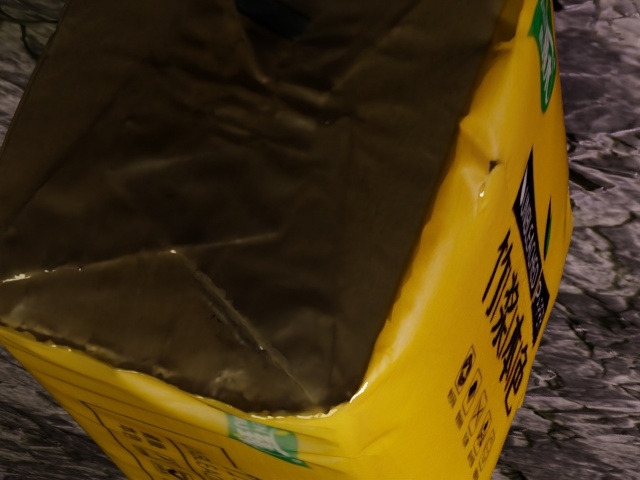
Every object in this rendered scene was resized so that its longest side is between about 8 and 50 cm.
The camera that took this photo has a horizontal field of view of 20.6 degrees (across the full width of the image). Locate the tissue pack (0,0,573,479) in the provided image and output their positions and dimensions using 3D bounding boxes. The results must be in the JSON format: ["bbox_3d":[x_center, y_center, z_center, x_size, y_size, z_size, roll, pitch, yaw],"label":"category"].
[{"bbox_3d":[0.000,0.000,0.944,0.228,0.293,0.382,16,160,17],"label":"tissue pack"}]
